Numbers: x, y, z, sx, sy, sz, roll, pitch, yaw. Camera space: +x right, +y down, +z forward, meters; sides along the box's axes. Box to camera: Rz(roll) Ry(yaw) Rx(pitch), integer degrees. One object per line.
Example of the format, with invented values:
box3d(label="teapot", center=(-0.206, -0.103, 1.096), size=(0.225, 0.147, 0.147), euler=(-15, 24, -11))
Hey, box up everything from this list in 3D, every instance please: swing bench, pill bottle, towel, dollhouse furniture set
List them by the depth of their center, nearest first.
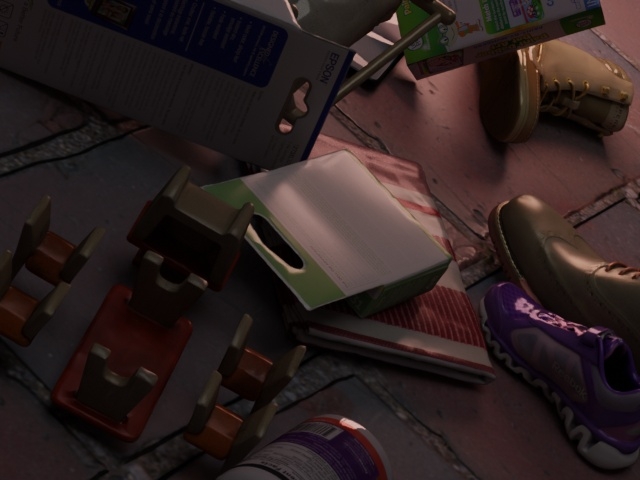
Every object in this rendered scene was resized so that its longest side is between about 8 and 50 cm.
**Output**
box3d(label="pill bottle", center=(-0.031, 0.223, 1.480), size=(0.108, 0.108, 0.193), euler=(43, 34, 15))
box3d(label="dollhouse furniture set", center=(-0.152, 0.069, 1.597), size=(0.262, 0.135, 0.259), euler=(30, 44, -4))
box3d(label="towel", center=(0.043, 0.008, 1.891), size=(0.237, 0.037, 0.329), euler=(14, 38, -27))
box3d(label="swing bench", center=(-0.031, -0.282, 1.997), size=(0.254, 0.165, 0.253), euler=(28, 53, 35))

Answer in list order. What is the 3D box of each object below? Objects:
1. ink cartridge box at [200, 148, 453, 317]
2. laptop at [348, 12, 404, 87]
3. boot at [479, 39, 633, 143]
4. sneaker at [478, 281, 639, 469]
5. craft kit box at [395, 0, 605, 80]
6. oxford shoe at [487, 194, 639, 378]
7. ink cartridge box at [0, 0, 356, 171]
box3d(label="ink cartridge box", center=(0.000, 0.000, 1.781), size=(0.171, 0.056, 0.235), euler=(48, 38, 20))
box3d(label="laptop", center=(0.009, -0.453, 2.279), size=(0.408, 0.236, 0.382), euler=(34, 33, 2))
box3d(label="boot", center=(0.305, -0.182, 2.313), size=(0.203, 0.095, 0.262), euler=(24, 31, -16))
box3d(label="sneaker", center=(0.263, 0.119, 1.870), size=(0.095, 0.104, 0.236), euler=(-12, 52, -46))
box3d(label="craft kit box", center=(0.205, -0.348, 2.253), size=(0.061, 0.246, 0.250), euler=(53, 25, -66))
box3d(label="oxford shoe", center=(0.342, 0.072, 1.956), size=(0.140, 0.146, 0.397), euler=(-15, 56, -48))
box3d(label="ink cartridge box", center=(-0.162, -0.203, 1.824), size=(0.371, 0.176, 0.069), euler=(22, 37, -4))
